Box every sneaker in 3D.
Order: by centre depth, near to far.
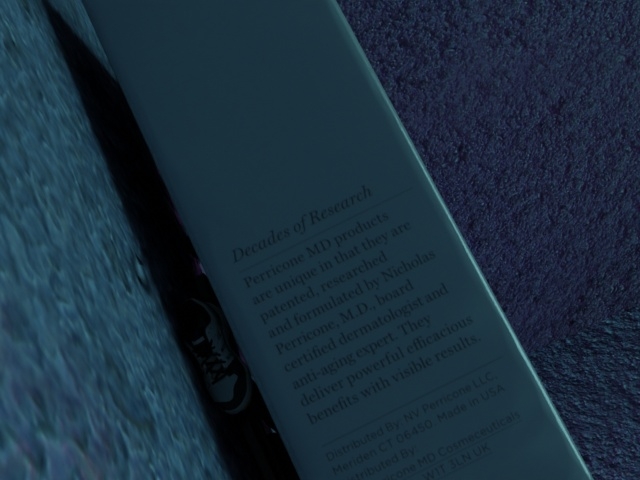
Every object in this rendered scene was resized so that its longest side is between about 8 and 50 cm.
[{"bbox_3d":[-0.071,0.073,0.508,0.037,0.032,0.083,43,14,-53],"label":"sneaker"}]

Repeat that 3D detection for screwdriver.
[{"bbox_3d":[-0.101,0.014,0.748,0.025,0.024,0.170,37,-6,5],"label":"screwdriver"}]

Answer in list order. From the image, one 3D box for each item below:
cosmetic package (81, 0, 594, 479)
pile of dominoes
[{"bbox_3d":[0.000,0.000,0.604,0.230,0.162,0.453,73,-8,-78],"label":"cosmetic package"},{"bbox_3d":[-0.037,0.167,0.684,0.251,0.040,0.196,54,10,-49],"label":"pile of dominoes"}]
